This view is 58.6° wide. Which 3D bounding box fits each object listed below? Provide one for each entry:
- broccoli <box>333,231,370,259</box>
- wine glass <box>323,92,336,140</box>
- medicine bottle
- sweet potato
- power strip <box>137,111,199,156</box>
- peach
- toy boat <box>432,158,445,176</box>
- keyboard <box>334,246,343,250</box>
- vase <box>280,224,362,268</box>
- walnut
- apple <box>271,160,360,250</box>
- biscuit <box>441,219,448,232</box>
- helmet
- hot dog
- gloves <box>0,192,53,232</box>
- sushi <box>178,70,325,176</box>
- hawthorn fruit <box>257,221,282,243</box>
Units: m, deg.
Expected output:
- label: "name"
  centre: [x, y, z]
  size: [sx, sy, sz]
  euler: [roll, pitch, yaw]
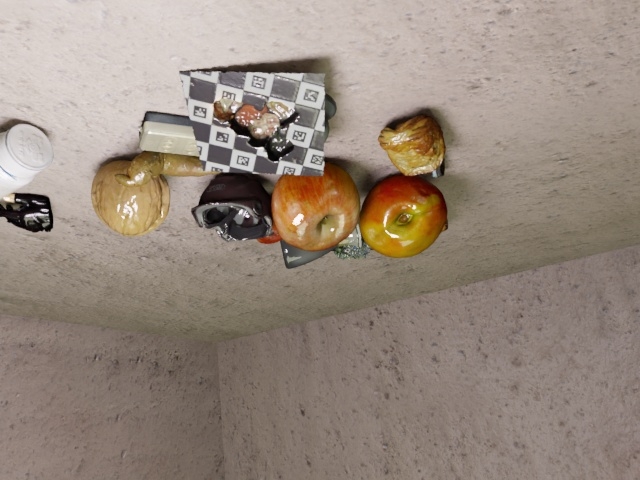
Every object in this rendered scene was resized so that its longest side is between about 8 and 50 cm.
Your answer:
- label: "broccoli"
  centre: [0.142, 0.016, 2.445]
  size: [0.155, 0.167, 0.160]
  euler: [28, 179, -11]
- label: "wine glass"
  centre: [-0.019, -0.301, 1.520]
  size: [0.093, 0.092, 0.202]
  euler: [-3, 161, -12]
- label: "medicine bottle"
  centre: [-0.814, -0.194, 1.464]
  size: [0.258, 0.143, 0.143]
  euler: [-17, 158, 29]
- label: "sweet potato"
  centre: [-0.419, -0.214, 1.576]
  size: [0.310, 0.124, 0.098]
  euler: [-11, 143, -37]
- label: "power strip"
  centre: [-0.353, -0.274, 1.512]
  size: [0.257, 0.070, 0.105]
  euler: [4, 157, -26]
- label: "peach"
  centre: [0.283, -0.081, 1.984]
  size: [0.308, 0.307, 0.332]
  euler: [-9, 176, 6]
- label: "toy boat"
  centre: [0.373, -0.247, 1.876]
  size: [0.066, 0.059, 0.140]
  euler: [17, 168, 22]
- label: "keyboard"
  centre: [0.175, 0.018, 2.591]
  size: [0.317, 0.027, 0.106]
  euler: [-2, 157, -15]
- label: "vase"
  centre: [0.000, 0.000, 2.300]
  size: [0.321, 0.173, 0.173]
  euler: [-12, 161, -6]
- label: "walnut"
  centre: [-0.546, -0.120, 1.643]
  size: [0.228, 0.228, 0.228]
  euler: [-6, 161, -2]
- label: "apple"
  centre: [-0.021, -0.119, 1.822]
  size: [0.302, 0.301, 0.301]
  euler: [-6, 161, -2]
- label: "biscuit"
  centre: [0.364, -0.066, 2.308]
  size: [0.296, 0.102, 0.296]
  euler: [-8, 158, -3]
- label: "helmet"
  centre: [-0.267, -0.122, 1.815]
  size: [0.225, 0.177, 0.305]
  euler: [-4, 154, 21]
- label: "hot dog"
  centre: [0.262, -0.286, 1.642]
  size: [0.175, 0.114, 0.259]
  euler: [-10, 159, 21]
- label: "gloves"
  centre: [-0.945, -0.081, 1.791]
  size: [0.181, 0.106, 0.129]
  euler: [-5, 163, -17]
- label: "sushi"
  centre: [-0.152, -0.304, 1.434]
  size: [0.340, 0.068, 0.320]
  euler: [2, 140, 4]
- label: "hawthorn fruit"
  centre: [-0.173, -0.077, 2.029]
  size: [0.179, 0.173, 0.173]
  euler: [-38, 154, 7]
